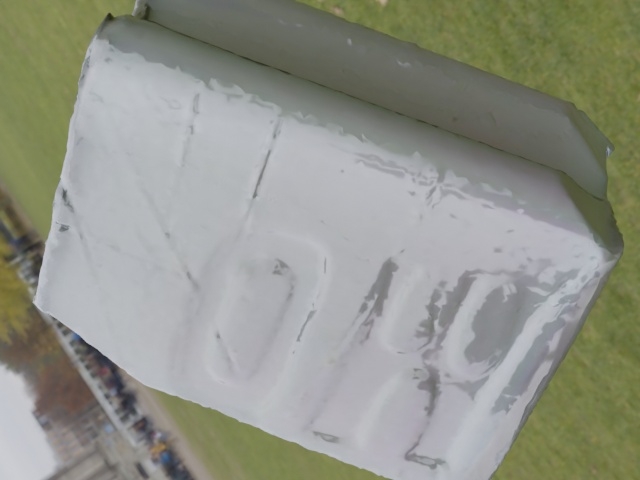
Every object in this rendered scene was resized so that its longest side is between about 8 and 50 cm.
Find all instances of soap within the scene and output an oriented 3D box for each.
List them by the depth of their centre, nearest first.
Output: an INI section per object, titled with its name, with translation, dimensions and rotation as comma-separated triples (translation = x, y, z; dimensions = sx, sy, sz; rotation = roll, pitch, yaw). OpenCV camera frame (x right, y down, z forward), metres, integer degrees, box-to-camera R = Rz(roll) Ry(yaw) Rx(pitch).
[soap]
translation = 0.000, 0.000, 0.862
dimensions = 0.435, 0.213, 0.350
rotation = 22, 124, -5
